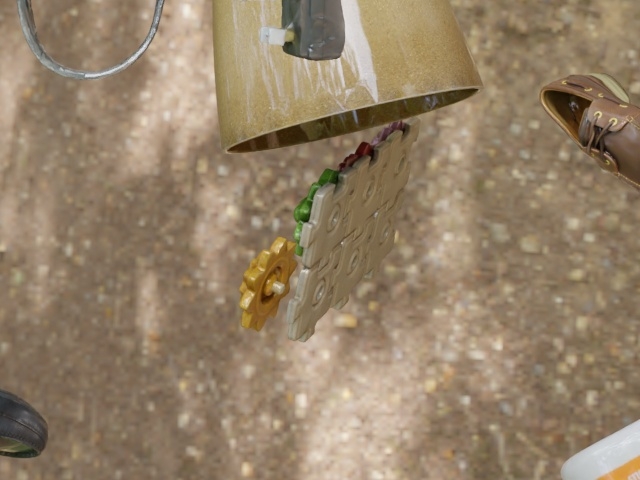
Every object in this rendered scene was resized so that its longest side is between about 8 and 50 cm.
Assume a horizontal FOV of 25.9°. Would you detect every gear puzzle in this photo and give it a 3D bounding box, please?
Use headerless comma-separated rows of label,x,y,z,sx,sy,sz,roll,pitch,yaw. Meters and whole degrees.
gear puzzle,0.000,0.000,1.312,0.044,0.339,0.175,21,119,18

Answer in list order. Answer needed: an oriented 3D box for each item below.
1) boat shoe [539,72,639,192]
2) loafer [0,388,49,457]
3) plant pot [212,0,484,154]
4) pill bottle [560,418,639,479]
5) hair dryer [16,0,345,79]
boat shoe,0.233,-0.081,1.108,0.178,0.060,0.064,-125,40,-53
loafer,-0.295,0.145,1.059,0.076,0.223,0.078,-15,65,28
plant pot,-0.001,-0.225,1.226,0.237,0.237,0.254,-16,87,59
pill bottle,0.410,0.331,1.284,0.392,0.224,0.224,61,141,14
hair dryer,-0.029,-0.218,0.704,0.080,0.224,0.293,26,113,38
